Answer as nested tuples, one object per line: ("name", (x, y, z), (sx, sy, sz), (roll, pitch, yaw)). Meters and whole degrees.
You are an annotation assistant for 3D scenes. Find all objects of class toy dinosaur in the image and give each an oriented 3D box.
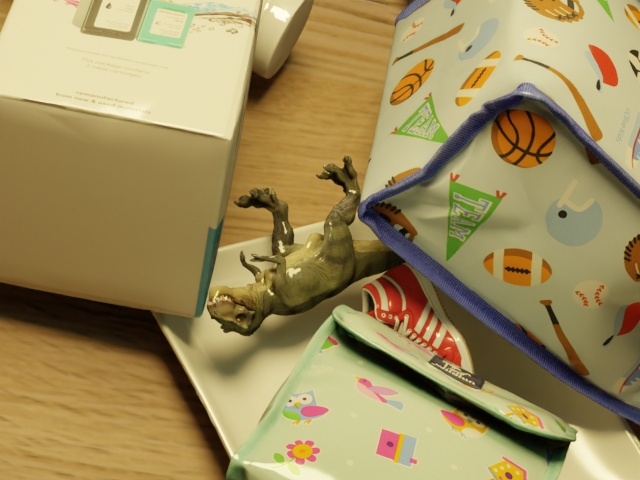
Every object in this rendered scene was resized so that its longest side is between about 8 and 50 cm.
("toy dinosaur", (0.000, 0.000, 1.510), (0.268, 0.064, 0.118), (-17, 79, -30))

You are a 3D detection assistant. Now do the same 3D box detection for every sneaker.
("sneaker", (0.076, 0.079, 1.480), (0.067, 0.042, 0.118), (-23, 77, -25))

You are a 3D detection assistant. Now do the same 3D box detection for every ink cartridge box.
("ink cartridge box", (-0.162, -0.111, 1.484), (0.197, 0.198, 0.270), (11, 41, -2))

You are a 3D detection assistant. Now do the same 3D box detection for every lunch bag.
("lunch bag", (0.251, -0.051, 1.541), (0.385, 0.239, 0.328), (42, 35, -19))
("lunch bag", (0.064, 0.170, 1.345), (0.223, 0.160, 0.262), (27, 41, 9))

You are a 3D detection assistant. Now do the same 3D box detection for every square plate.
("square plate", (0.064, 0.128, 1.504), (0.347, 0.049, 0.344), (-15, 61, -26))

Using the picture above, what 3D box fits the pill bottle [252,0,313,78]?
("pill bottle", (-0.141, -0.251, 1.660), (0.264, 0.146, 0.146), (29, 52, 5))

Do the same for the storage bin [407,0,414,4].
("storage bin", (0.121, -0.291, 1.813), (0.091, 0.098, 0.135), (-15, 57, 6))
